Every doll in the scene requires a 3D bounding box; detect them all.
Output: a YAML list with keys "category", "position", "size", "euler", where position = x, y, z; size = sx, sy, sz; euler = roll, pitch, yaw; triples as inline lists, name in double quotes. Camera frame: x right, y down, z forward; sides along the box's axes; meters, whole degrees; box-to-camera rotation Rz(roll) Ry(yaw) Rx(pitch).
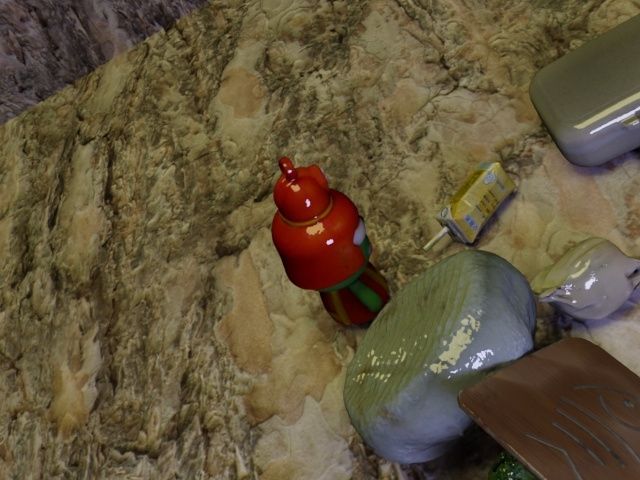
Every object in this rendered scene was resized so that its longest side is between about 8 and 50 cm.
- category: "doll"
  position: [0.001, 0.000, 1.787]
  size: [0.160, 0.363, 0.182]
  euler: [-30, 36, -8]

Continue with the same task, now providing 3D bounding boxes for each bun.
- category: "bun"
  position: [0.189, 0.186, 1.553]
  size: [0.354, 0.194, 0.354]
  euler: [-47, 15, 16]

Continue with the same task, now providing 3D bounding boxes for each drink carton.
- category: "drink carton"
  position: [0.266, -0.052, 1.863]
  size: [0.200, 0.084, 0.074]
  euler: [-50, 28, -16]

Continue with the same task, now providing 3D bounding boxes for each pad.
- category: "pad"
  position: [0.360, 0.244, 1.320]
  size: [0.284, 0.018, 0.286]
  euler: [-18, 47, -38]

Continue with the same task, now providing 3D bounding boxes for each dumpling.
- category: "dumpling"
  position: [0.415, 0.058, 1.603]
  size: [0.199, 0.118, 0.136]
  euler: [-14, 18, -14]

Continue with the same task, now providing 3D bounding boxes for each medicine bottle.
- category: "medicine bottle"
  position: [0.574, -0.292, 1.836]
  size: [0.375, 0.123, 0.282]
  euler: [-28, 36, 11]

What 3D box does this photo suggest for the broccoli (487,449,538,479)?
- category: "broccoli"
  position: [0.300, 0.321, 1.348]
  size: [0.195, 0.195, 0.156]
  euler: [-46, 21, -12]
